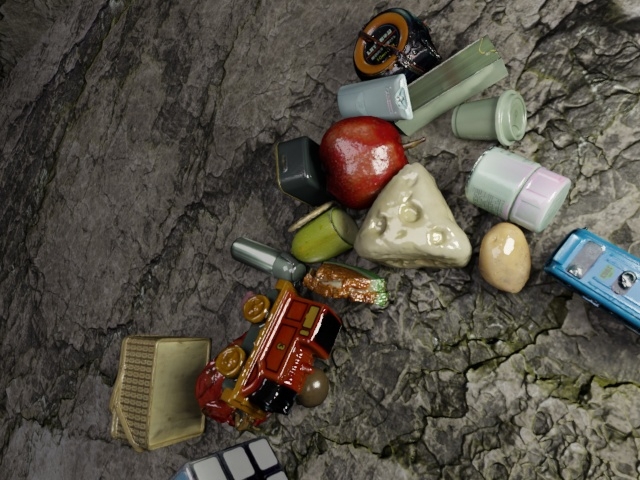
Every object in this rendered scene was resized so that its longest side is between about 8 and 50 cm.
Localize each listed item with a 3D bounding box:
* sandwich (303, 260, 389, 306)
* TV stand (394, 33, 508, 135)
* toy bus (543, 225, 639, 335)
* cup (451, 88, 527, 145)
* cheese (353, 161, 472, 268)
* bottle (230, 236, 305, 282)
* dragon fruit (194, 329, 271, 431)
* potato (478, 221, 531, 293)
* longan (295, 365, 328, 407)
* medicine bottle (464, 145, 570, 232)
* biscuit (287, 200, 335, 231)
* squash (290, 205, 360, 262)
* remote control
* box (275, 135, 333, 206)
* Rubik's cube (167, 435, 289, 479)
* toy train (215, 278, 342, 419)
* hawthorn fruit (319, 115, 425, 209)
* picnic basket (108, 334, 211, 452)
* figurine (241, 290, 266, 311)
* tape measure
[{"bbox_3d":[0.048,0.099,1.090,0.235,0.159,0.079,15,94,53],"label":"sandwich"},{"bbox_3d":[0.301,-0.369,1.050,0.269,0.088,0.082,-27,66,26],"label":"TV stand"},{"bbox_3d":[0.541,0.079,0.784,0.246,0.134,0.113,40,102,30],"label":"toy bus"},{"bbox_3d":[0.377,-0.270,0.977,0.141,0.120,0.120,6,84,47],"label":"cup"},{"bbox_3d":[0.202,-0.009,0.999,0.248,0.174,0.251,-39,68,19],"label":"cheese"},{"bbox_3d":[-0.157,0.051,1.261,0.254,0.079,0.096,20,136,34],"label":"bottle"},{"bbox_3d":[-0.230,0.415,1.201,0.205,0.152,0.317,40,102,30],"label":"dragon fruit"},{"bbox_3d":[0.384,0.035,0.907,0.112,0.112,0.147,4,103,33],"label":"potato"},{"bbox_3d":[-0.031,0.378,1.114,0.113,0.092,0.113,-10,71,31],"label":"longan"},{"bbox_3d":[0.408,-0.106,0.905,0.168,0.135,0.135,35,100,33],"label":"medicine bottle"},{"bbox_3d":[-0.025,-0.066,1.170,0.152,0.152,0.020,-33,91,23],"label":"biscuit"},{"bbox_3d":[0.000,0.000,1.153,0.187,0.123,0.123,-30,66,27],"label":"squash"},{"bbox_3d":[0.124,-0.347,1.092,0.293,0.051,0.103,23,135,60],"label":"remote control"},{"bbox_3d":[-0.027,-0.182,1.159,0.090,0.201,0.144,-11,74,26],"label":"box"},{"bbox_3d":[-0.247,0.719,1.063,0.305,0.304,0.301,-47,61,14],"label":"Rubik's cube"},{"bbox_3d":[-0.095,0.262,1.080,0.232,0.163,0.369,7,60,33],"label":"toy train"},{"bbox_3d":[0.125,-0.200,1.063,0.266,0.210,0.230,-13,81,25],"label":"hawthorn fruit"},{"bbox_3d":[-0.480,0.446,1.307,0.175,0.228,0.312,-5,78,30],"label":"picnic basket"},{"bbox_3d":[-0.198,0.192,1.273,0.067,0.071,0.083,148,134,-70],"label":"figurine"},{"bbox_3d":[0.189,-0.481,1.121,0.202,0.135,0.223,-39,60,32],"label":"tape measure"}]
